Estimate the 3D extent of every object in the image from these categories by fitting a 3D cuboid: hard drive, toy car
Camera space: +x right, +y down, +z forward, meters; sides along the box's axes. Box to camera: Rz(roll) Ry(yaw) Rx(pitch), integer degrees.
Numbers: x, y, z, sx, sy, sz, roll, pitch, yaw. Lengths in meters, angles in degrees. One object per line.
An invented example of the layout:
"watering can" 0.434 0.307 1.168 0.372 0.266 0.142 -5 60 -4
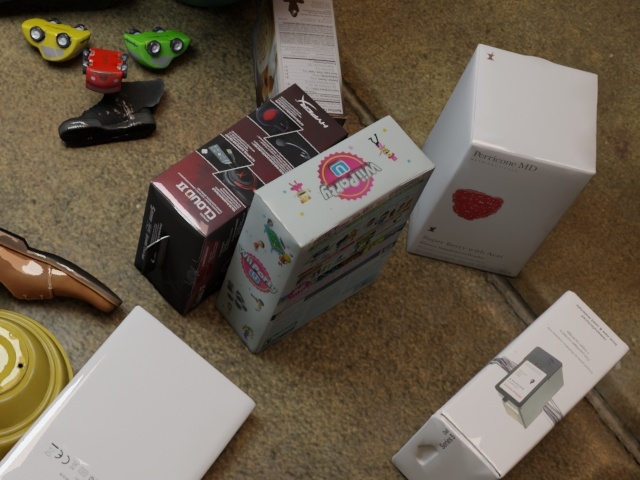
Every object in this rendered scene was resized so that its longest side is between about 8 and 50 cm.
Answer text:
"hard drive" -0.245 0.255 1.534 0.203 0.040 0.307 40 58 -3
"toy car" -0.291 -0.271 1.814 0.225 0.053 0.239 -13 34 -39

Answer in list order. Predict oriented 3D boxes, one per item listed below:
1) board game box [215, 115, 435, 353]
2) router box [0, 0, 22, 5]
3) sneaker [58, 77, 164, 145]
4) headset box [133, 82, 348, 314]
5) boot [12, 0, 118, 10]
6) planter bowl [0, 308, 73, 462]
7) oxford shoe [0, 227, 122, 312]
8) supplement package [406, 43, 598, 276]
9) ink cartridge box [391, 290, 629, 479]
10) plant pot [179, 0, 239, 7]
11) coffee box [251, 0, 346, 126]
"board game box" 0.000 0.000 1.612 0.224 0.303 0.097 -31 73 -28
"router box" -0.457 -0.467 1.829 0.309 0.081 0.242 -10 62 4
"sneaker" -0.301 -0.189 1.792 0.170 0.051 0.089 -8 63 -24
"headset box" -0.120 -0.046 1.657 0.110 0.218 0.293 44 60 13
"boot" -0.401 -0.453 1.909 0.190 0.076 0.208 1 54 -14
"planter bowl" -0.411 0.162 1.532 0.217 0.090 0.217 7 59 -12
"oxford shoe" -0.364 0.052 1.634 0.212 0.076 0.076 25 87 -3
"supplement package" 0.250 -0.105 1.748 0.178 0.293 0.175 13 58 -7
"ink cartridge box" 0.244 0.216 1.616 0.273 0.198 0.115 -37 77 -29
"plant pot" -0.156 -0.503 1.794 0.341 0.334 0.341 1 83 -6
"coffee box" -0.036 -0.246 1.843 0.098 0.141 0.246 2 61 -15
